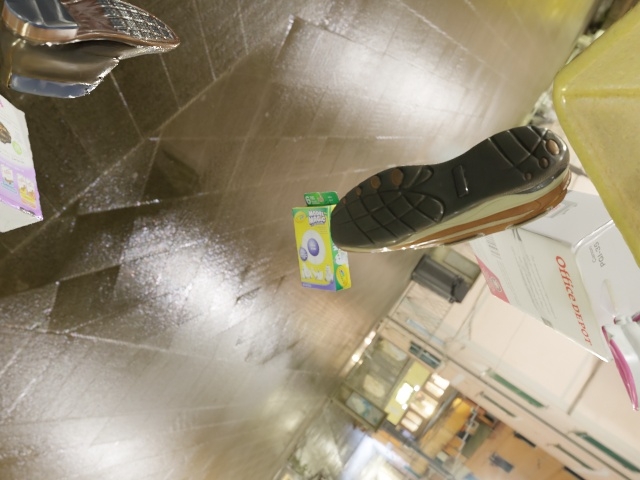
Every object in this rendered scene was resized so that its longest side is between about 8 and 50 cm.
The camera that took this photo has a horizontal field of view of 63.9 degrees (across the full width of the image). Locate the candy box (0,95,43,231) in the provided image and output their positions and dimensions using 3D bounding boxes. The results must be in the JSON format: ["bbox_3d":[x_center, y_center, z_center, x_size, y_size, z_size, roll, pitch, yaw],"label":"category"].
[{"bbox_3d":[-0.497,-0.130,0.747,0.070,0.196,0.165,-17,166,-1],"label":"candy box"}]

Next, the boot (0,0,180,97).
[{"bbox_3d":[-0.282,-0.235,0.630,0.219,0.082,0.106,-17,159,-52],"label":"boot"}]

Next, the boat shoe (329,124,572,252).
[{"bbox_3d":[0.170,-0.038,0.692,0.120,0.324,0.123,41,43,-46],"label":"boat shoe"}]

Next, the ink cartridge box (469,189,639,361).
[{"bbox_3d":[0.363,0.029,0.808,0.117,0.207,0.283,-32,-159,-8],"label":"ink cartridge box"}]

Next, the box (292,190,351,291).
[{"bbox_3d":[0.000,0.000,0.954,0.043,0.105,0.179,-11,97,-39],"label":"box"}]

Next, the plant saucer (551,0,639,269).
[{"bbox_3d":[0.294,-0.021,0.189,0.081,0.333,0.333,-18,167,-21],"label":"plant saucer"}]

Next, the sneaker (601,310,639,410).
[{"bbox_3d":[0.378,0.114,0.532,0.111,0.103,0.252,-24,164,30],"label":"sneaker"}]
